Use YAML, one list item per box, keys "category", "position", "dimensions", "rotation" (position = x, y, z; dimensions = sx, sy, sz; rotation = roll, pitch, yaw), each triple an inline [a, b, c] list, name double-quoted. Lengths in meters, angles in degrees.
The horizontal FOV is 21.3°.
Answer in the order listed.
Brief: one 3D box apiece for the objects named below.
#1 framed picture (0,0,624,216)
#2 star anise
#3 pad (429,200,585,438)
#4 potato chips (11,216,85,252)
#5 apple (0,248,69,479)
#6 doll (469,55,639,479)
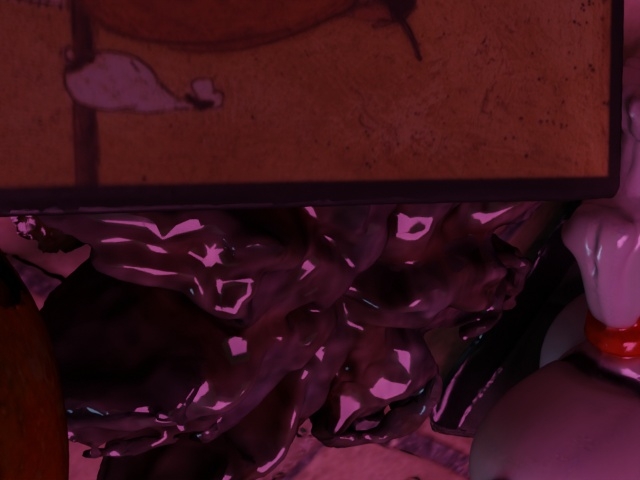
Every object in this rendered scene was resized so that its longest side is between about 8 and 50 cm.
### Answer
- category: "framed picture"
  position: [-0.019, -0.137, 0.589]
  dimensions: [0.339, 0.014, 0.255]
  rotation: [-2, 95, -34]
- category: "star anise"
  position: [0.001, -0.002, 0.735]
  dimensions: [0.332, 0.117, 0.331]
  rotation: [-32, 146, -25]
- category: "pad"
  position: [0.172, 0.026, 0.968]
  dimensions: [0.174, 0.022, 0.233]
  rotation: [12, 118, -40]
- category: "potato chips"
  position: [-0.107, -0.082, 0.672]
  dimensions: [0.142, 0.026, 0.209]
  rotation: [-4, 129, -29]
- category: "apple"
  position: [-0.202, 0.055, 0.575]
  dimensions: [0.237, 0.237, 0.207]
  rotation: [-8, 118, -29]
- category: "doll"
  position: [0.178, 0.046, 0.876]
  dimensions: [0.208, 0.144, 0.271]
  rotation: [3, 109, -55]
